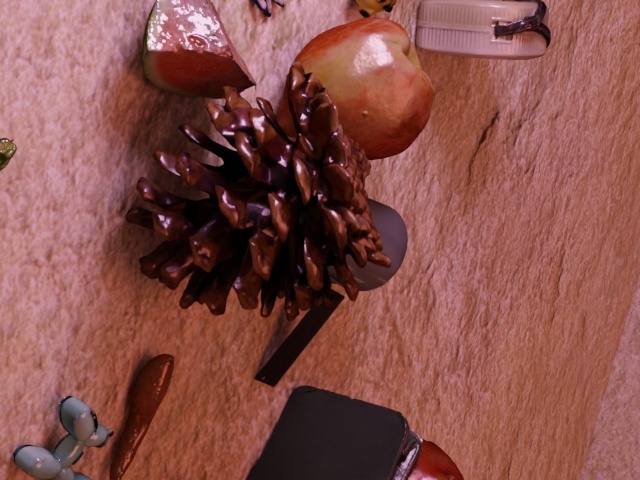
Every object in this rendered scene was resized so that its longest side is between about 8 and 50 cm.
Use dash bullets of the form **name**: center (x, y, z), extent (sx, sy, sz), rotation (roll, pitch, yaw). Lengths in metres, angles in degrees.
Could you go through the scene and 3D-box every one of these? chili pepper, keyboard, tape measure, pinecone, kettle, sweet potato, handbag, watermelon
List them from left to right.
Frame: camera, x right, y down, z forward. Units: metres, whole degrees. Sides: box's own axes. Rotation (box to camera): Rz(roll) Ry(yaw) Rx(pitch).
- **chili pepper**: center (-0.406, -0.090, 1.465), extent (0.091, 0.030, 0.034), rotation (-62, 169, -17)
- **sweet potato**: center (-0.271, 0.267, 1.773), extent (0.050, 0.050, 0.214), rotation (28, 82, -56)
- **watermelon**: center (-0.179, -0.294, 1.678), extent (0.231, 0.128, 0.146), rotation (44, 37, -72)
- **pinecone**: center (-0.100, -0.051, 1.688), extent (0.384, 0.384, 0.384), rotation (-25, 121, -50)
- **keyboard**: center (-0.035, 0.167, 2.047), extent (0.202, 0.011, 0.067), rotation (-52, 147, 4)
- **kettle**: center (0.000, 0.000, 2.015), extent (0.210, 0.160, 0.243), rotation (-50, 142, 13)
- **handbag**: center (0.018, 0.397, 2.059), extent (0.260, 0.248, 0.079), rotation (-61, 146, -22)
- **tape measure**: center (0.336, -0.411, 2.256), extent (0.271, 0.231, 0.133), rotation (-10, 108, -54)

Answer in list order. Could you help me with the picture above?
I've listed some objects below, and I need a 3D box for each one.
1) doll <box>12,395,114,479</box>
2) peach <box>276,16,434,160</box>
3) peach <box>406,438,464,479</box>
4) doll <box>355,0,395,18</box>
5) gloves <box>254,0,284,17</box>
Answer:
- **doll**: center (-0.351, 0.312, 1.653), extent (0.159, 0.059, 0.158), rotation (-54, 142, -16)
- **peach**: center (0.048, -0.234, 1.921), extent (0.232, 0.257, 0.232), rotation (57, 14, -22)
- **peach**: center (0.110, 0.520, 2.170), extent (0.372, 0.290, 0.372), rotation (-59, -177, 5)
- **doll**: center (0.142, -0.498, 2.074), extent (0.291, 0.086, 0.117), rotation (-54, 144, -27)
- **gloves**: center (-0.082, -0.383, 1.840), extent (0.086, 0.026, 0.064), rotation (32, 76, -60)
